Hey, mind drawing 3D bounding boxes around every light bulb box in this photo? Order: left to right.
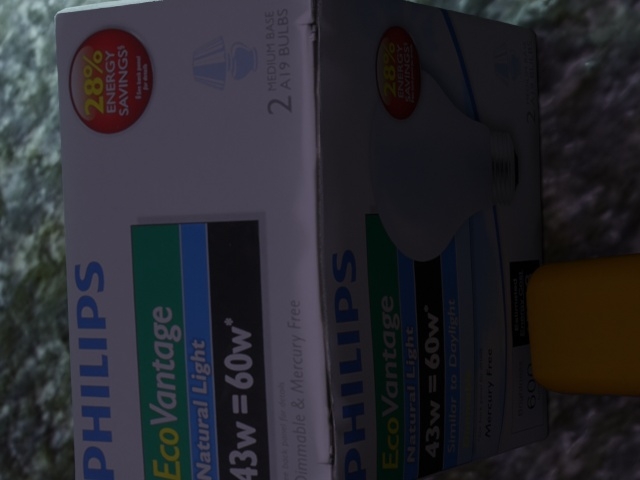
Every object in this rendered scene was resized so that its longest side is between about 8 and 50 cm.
[{"bbox_3d":[0.000,0.000,1.267,0.225,0.361,0.358,-2,91,30],"label":"light bulb box"}]

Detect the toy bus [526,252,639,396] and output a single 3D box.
[{"bbox_3d":[0.284,0.056,1.165,0.333,0.130,0.108,170,98,-67],"label":"toy bus"}]
